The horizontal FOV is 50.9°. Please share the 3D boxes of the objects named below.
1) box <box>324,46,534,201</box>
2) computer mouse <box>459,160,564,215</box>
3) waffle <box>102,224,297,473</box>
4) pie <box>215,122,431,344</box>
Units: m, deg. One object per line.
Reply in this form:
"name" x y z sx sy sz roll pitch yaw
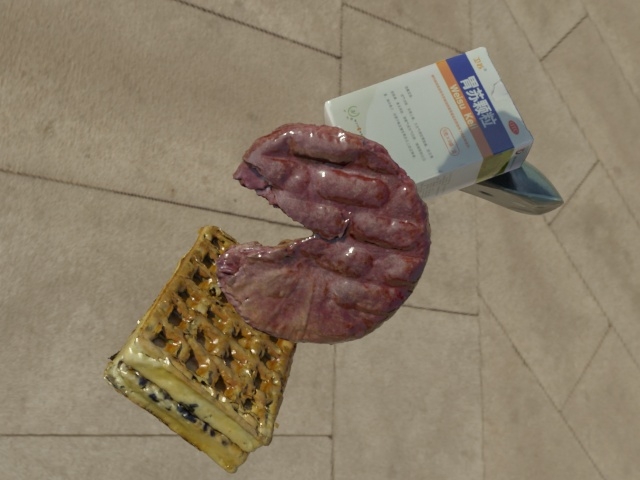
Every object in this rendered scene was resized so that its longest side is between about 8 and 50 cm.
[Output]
"box" 0.178 -0.181 1.153 0.299 0.106 0.200 -20 70 -2
"computer mouse" 0.292 -0.144 1.320 0.379 0.167 0.090 20 86 18
"waffle" -0.135 0.127 0.913 0.213 0.091 0.308 41 27 -13
"pie" 0.000 0.000 0.645 0.204 0.054 0.219 26 108 -8
